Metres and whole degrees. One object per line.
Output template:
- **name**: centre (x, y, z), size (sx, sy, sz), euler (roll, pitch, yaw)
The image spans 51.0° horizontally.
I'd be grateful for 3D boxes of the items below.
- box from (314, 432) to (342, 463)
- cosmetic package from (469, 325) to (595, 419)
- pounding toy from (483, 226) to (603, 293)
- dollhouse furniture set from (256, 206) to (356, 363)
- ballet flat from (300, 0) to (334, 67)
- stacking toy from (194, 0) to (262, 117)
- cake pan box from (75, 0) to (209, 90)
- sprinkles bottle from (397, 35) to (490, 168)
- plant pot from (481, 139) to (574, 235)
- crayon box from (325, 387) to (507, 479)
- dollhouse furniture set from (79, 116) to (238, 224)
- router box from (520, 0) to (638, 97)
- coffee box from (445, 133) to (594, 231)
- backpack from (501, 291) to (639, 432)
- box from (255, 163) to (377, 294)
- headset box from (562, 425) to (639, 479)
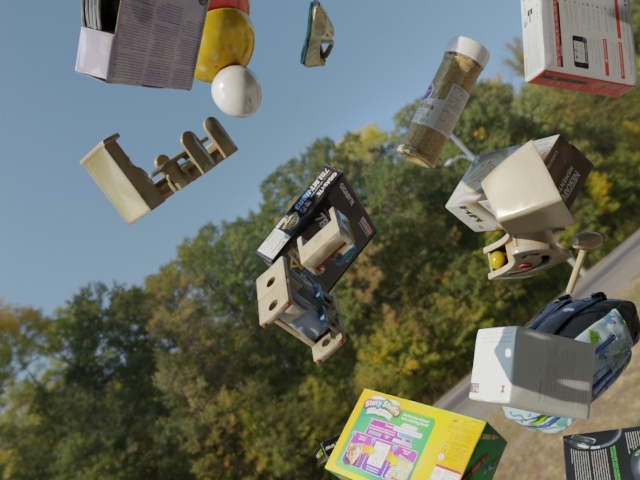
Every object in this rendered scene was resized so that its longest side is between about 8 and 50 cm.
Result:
- **box**: centre (0.084, 0.525, 1.769), size (0.191, 0.045, 0.184), euler (-20, -18, -13)
- **cosmetic package**: centre (0.425, 0.266, 1.354), size (0.151, 0.184, 0.151), euler (149, 134, -70)
- **pounding toy**: centre (0.454, 0.043, 1.440), size (0.154, 0.154, 0.269), euler (4, -22, -22)
- **dollhouse furniture set**: centre (0.008, 0.073, 1.063), size (0.184, 0.129, 0.129), euler (-43, 28, 18)
- **ballet flat**: centre (-0.001, -0.347, 1.130), size (0.053, 0.057, 0.168), euler (6, -15, -6)
- **stacking toy**: centre (-0.274, -0.502, 1.609), size (0.351, 0.479, 0.350), euler (-23, -16, -7)
- **cake pan box**: centre (-0.271, -0.371, 1.073), size (0.267, 0.070, 0.245), euler (-28, -47, -68)
- **sprinkles bottle**: centre (0.340, -0.380, 1.858), size (0.355, 0.121, 0.121), euler (-64, -15, 0)
- **plant pot**: centre (0.308, -0.067, 1.018), size (0.096, 0.109, 0.109), euler (-28, -29, 19)
- **crayon box**: centre (0.156, 0.367, 1.149), size (0.279, 0.081, 0.165), euler (3, 55, 49)
- **dollhouse furniture set**: centre (-0.343, -0.170, 1.402), size (0.212, 0.161, 0.242), euler (-24, 15, 44)
- **router box**: centre (0.694, -0.571, 1.809), size (0.302, 0.335, 0.082), euler (5, -14, -18)
- **coffee box**: centre (0.372, -0.102, 1.284), size (0.141, 0.098, 0.246), euler (-57, 18, -14)
- **backpack**: centre (0.576, 0.302, 1.649), size (0.356, 0.273, 0.290), euler (-17, 2, -31)
- **box**: centre (0.000, 0.000, 1.755), size (0.293, 0.073, 0.295), euler (-50, -36, -11)
- **headset box**: centre (0.504, 0.373, 0.900), size (0.283, 0.246, 0.131), euler (-16, 24, 24)
